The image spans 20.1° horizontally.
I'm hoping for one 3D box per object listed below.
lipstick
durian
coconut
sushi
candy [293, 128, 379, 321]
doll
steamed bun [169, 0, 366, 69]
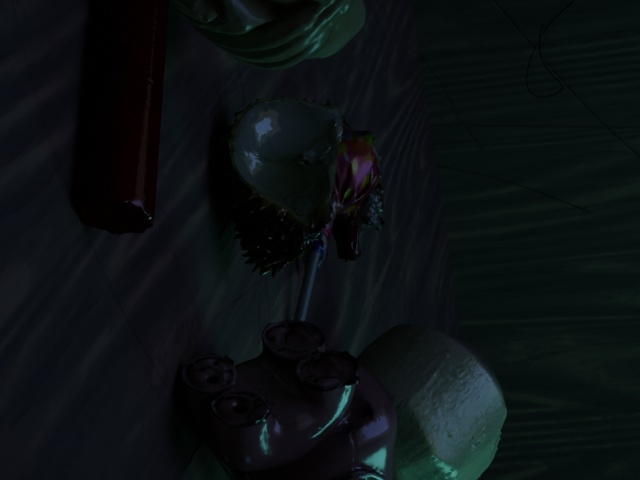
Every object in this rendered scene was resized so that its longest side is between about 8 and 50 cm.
[{"bbox_3d":[-0.181,-0.140,1.685,0.073,0.073,0.280,64,24,-58],"label":"lipstick"},{"bbox_3d":[-0.049,-0.075,2.113,0.252,0.139,0.144,-82,157,-48],"label":"durian"},{"bbox_3d":[0.143,0.241,2.529,0.247,0.245,0.245,-39,134,-26],"label":"coconut"},{"bbox_3d":[0.044,-0.078,2.659,0.097,0.103,0.226,110,-21,-79],"label":"sushi"},{"bbox_3d":[0.000,0.000,2.447,0.124,0.124,0.365,69,27,-51],"label":"candy"},{"bbox_3d":[-0.028,0.229,1.943,0.284,0.216,0.268,42,-36,46],"label":"doll"},{"bbox_3d":[-0.091,-0.318,1.900,0.276,0.203,0.289,61,-3,31],"label":"steamed bun"}]
